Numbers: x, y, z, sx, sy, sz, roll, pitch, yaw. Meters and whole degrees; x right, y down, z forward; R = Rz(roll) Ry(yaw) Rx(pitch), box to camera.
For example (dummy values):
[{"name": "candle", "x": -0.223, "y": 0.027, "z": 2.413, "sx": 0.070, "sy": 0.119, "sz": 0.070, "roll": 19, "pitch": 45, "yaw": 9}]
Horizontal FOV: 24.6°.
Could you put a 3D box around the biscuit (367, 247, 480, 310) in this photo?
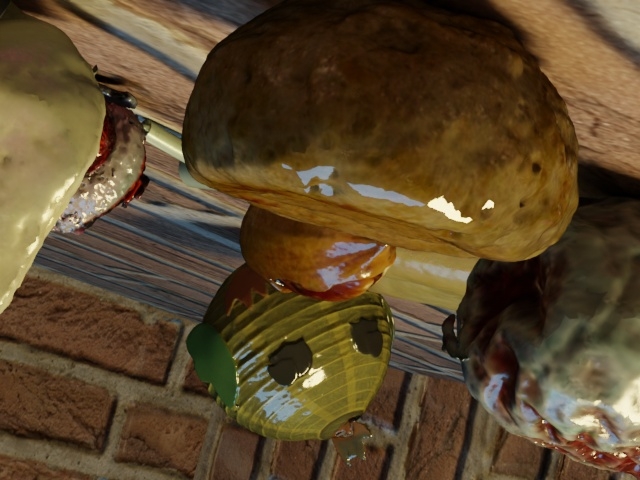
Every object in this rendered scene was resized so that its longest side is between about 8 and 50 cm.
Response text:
[{"name": "biscuit", "x": 0.147, "y": 0.036, "z": 1.508, "sx": 0.291, "sy": 0.062, "sz": 0.237, "roll": 12, "pitch": 172, "yaw": 15}]

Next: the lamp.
[{"name": "lamp", "x": -0.022, "y": 0.151, "z": 1.819, "sx": 0.250, "sy": 0.284, "sz": 0.250, "roll": -26, "pitch": 162, "yaw": -9}]

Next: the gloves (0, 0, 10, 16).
[{"name": "gloves", "x": -0.292, "y": -0.155, "z": 0.827, "sx": 0.285, "sy": 0.119, "sz": 0.142, "roll": -2, "pitch": 155, "yaw": 18}]

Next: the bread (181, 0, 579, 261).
[{"name": "bread", "x": 0.034, "y": -0.064, "z": 0.816, "sx": 0.230, "sy": 0.123, "sz": 0.230, "roll": 12, "pitch": 177, "yaw": 1}]

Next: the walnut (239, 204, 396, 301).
[{"name": "walnut", "x": 0.000, "y": 0.000, "z": 1.359, "sx": 0.116, "sy": 0.115, "sz": 0.207, "roll": 20, "pitch": 168, "yaw": -34}]

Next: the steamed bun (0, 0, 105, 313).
[{"name": "steamed bun", "x": -0.295, "y": -0.049, "z": 0.968, "sx": 0.206, "sy": 0.275, "sz": 0.320, "roll": 28, "pitch": 130, "yaw": -24}]

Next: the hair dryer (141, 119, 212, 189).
[{"name": "hair dryer", "x": -0.129, "y": -0.081, "z": 1.320, "sx": 0.124, "sy": 0.038, "sz": 0.063, "roll": 29, "pitch": 165, "yaw": -38}]

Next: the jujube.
[{"name": "jujube", "x": 0.256, "y": 0.086, "z": 1.110, "sx": 0.317, "sy": 0.226, "sz": 0.226, "roll": 19, "pitch": 171, "yaw": -21}]

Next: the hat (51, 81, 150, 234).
[{"name": "hat", "x": -0.235, "y": -0.106, "z": 1.180, "sx": 0.140, "sy": 0.129, "sz": 0.227, "roll": 39, "pitch": 170, "yaw": 38}]
